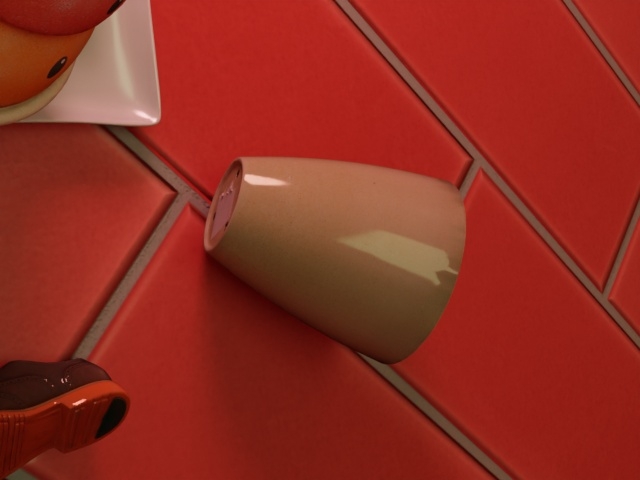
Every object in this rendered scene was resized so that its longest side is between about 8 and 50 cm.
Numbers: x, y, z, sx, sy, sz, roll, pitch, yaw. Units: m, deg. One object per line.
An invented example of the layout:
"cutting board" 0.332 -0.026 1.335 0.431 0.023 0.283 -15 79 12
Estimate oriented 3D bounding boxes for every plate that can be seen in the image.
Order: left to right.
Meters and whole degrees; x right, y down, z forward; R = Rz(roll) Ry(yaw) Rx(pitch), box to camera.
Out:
"plate" -0.322 -0.265 1.142 0.277 0.045 0.277 -5 89 -39

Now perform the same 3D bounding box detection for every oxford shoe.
"oxford shoe" -0.340 0.187 1.058 0.271 0.098 0.096 -7 128 -46

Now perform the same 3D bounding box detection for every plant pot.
"plant pot" 0.000 0.000 1.278 0.274 0.256 0.256 19 74 -20

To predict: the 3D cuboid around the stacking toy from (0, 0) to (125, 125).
"stacking toy" -0.219 -0.325 0.863 0.351 0.480 0.350 28 53 -46
